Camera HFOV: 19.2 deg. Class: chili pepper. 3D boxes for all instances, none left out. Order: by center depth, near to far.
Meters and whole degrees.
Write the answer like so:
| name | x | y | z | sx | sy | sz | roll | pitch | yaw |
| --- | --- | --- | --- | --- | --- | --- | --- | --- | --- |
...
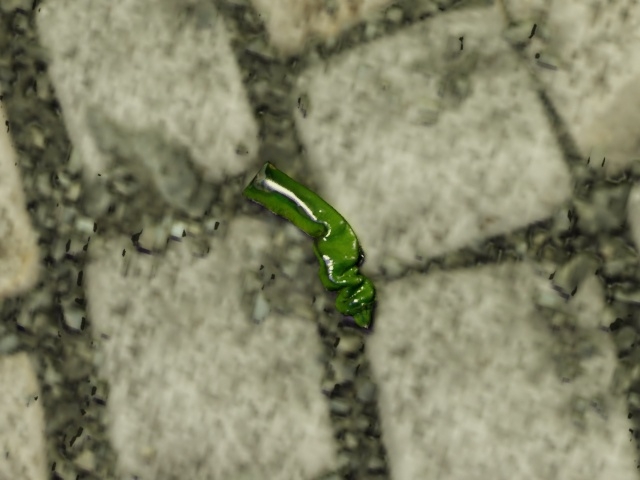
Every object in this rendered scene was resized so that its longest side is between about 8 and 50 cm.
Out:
| name | x | y | z | sx | sy | sz | roll | pitch | yaw |
| --- | --- | --- | --- | --- | --- | --- | --- | --- | --- |
| chili pepper | 0.000 | 0.000 | 0.798 | 0.027 | 0.022 | 0.083 | -35 | 79 | -15 |
